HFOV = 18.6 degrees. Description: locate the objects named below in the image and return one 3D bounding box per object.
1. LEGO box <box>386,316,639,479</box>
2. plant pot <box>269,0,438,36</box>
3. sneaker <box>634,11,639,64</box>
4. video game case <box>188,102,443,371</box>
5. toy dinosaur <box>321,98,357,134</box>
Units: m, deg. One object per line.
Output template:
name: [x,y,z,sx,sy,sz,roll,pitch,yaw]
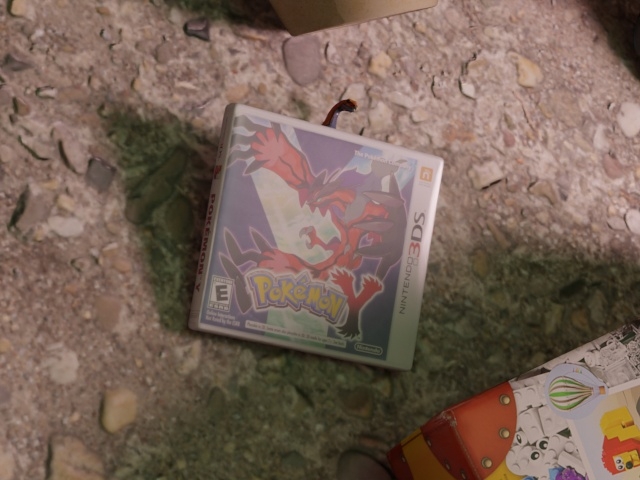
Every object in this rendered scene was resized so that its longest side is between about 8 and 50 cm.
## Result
LEGO box: [0.338,0.296,1.516,0.372,0.193,0.500,-25,81,-17]
plant pot: [0.009,-0.317,1.633,0.256,0.256,0.274,-17,97,-36]
sneaker: [0.460,-0.125,1.881,0.341,0.140,0.125,37,53,-17]
video game case: [0.000,0.000,1.580,0.201,0.023,0.183,13,82,-27]
toy dinosaur: [0.004,-0.085,1.635,0.090,0.047,0.082,13,62,-26]
